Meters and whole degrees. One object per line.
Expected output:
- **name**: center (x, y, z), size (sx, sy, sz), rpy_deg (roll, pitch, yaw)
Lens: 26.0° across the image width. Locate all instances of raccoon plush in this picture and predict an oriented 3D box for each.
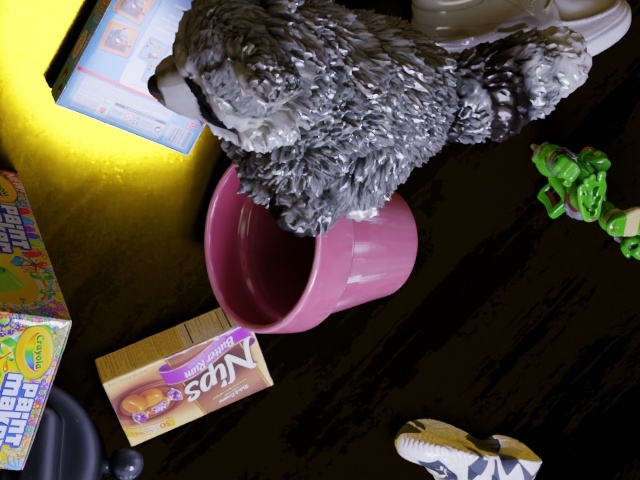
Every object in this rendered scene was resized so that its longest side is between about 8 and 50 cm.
- **raccoon plush**: center (0.055, -0.198, 1.314), size (0.446, 0.216, 0.299), rpy_deg (-30, 159, -13)

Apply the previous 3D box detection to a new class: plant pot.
- **plant pot**: center (0.000, 0.000, 1.534), size (0.180, 0.201, 0.201), rpy_deg (0, 122, -41)

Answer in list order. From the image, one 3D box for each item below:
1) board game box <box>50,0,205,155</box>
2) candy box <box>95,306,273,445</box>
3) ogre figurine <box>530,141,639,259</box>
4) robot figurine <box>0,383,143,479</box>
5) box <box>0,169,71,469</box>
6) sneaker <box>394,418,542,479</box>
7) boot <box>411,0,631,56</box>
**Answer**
- **board game box**: center (-0.157, -0.206, 1.416), size (0.160, 0.039, 0.211), rpy_deg (21, 112, -32)
- **candy box**: center (-0.160, 0.157, 1.642), size (0.186, 0.053, 0.109), rpy_deg (-22, 127, -7)
- **ogre figurine**: center (0.318, -0.058, 1.664), size (0.197, 0.118, 0.097), rpy_deg (16, 109, -32)
- **robot figurine**: center (-0.319, 0.238, 1.502), size (0.173, 0.209, 0.278), rpy_deg (-48, 174, -13)
- **box**: center (-0.418, 0.054, 1.316), size (0.279, 0.290, 0.177), rpy_deg (9, 116, -28)
- **sneaker**: center (0.177, 0.334, 1.872), size (0.235, 0.094, 0.153), rpy_deg (13, 107, -40)
- **boot**: center (0.221, -0.256, 1.506), size (0.258, 0.095, 0.123), rpy_deg (-17, 133, -11)
